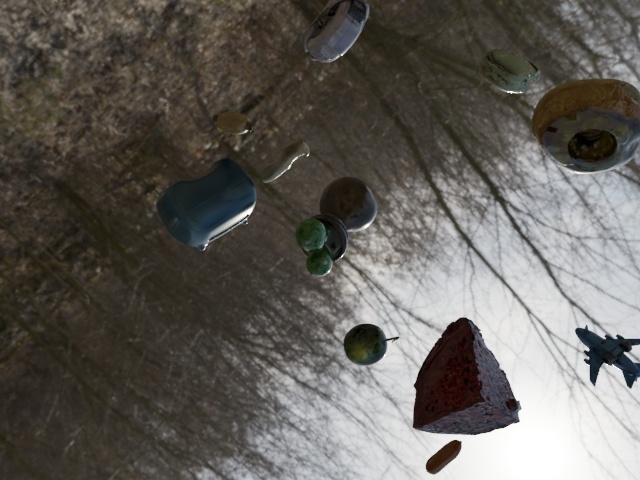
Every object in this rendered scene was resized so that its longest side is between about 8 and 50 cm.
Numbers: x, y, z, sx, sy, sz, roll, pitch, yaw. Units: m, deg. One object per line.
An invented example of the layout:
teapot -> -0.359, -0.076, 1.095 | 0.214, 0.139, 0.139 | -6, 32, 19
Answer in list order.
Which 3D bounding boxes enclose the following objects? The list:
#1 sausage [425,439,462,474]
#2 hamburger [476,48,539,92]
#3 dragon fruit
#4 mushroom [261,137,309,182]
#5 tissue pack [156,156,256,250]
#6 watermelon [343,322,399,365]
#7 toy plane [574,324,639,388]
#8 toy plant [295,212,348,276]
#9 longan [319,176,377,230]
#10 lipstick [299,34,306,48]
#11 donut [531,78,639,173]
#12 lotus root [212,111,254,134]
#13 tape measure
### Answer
sausage -> 0.422, 0.751, 2.004 | 0.183, 0.054, 0.062 | -51, -138, 26
hamburger -> 0.445, -0.405, 1.384 | 0.140, 0.133, 0.062 | -3, 138, -29
dragon fruit -> 0.432, 0.380, 1.642 | 0.240, 0.303, 0.329 | 128, -31, -66
mushroom -> -0.115, -0.251, 1.850 | 0.202, 0.059, 0.054 | -38, 147, 27
tissue pack -> -0.338, -0.110, 1.797 | 0.287, 0.206, 0.198 | -37, 180, -35
watermelon -> 0.171, 0.344, 1.929 | 0.188, 0.140, 0.140 | -8, -172, -2
toy plane -> 0.977, 0.378, 1.969 | 0.254, 0.105, 0.271 | -32, -131, -13
toy plant -> 0.000, 0.000, 1.963 | 0.176, 0.217, 0.235 | -2, -153, 21
longan -> 0.118, -0.150, 2.518 | 0.258, 0.258, 0.258 | -43, -172, 7
lipstick -> 0.046, -0.732, 2.027 | 0.078, 0.076, 0.290 | -9, -154, 46
donut -> 0.778, -0.314, 1.668 | 0.330, 0.330, 0.159 | -37, -141, 42
lotus root -> -0.263, -0.361, 1.788 | 0.073, 0.151, 0.062 | -50, 148, -42
tape measure -> 0.046, -0.602, 1.643 | 0.236, 0.120, 0.197 | -50, -152, 16
